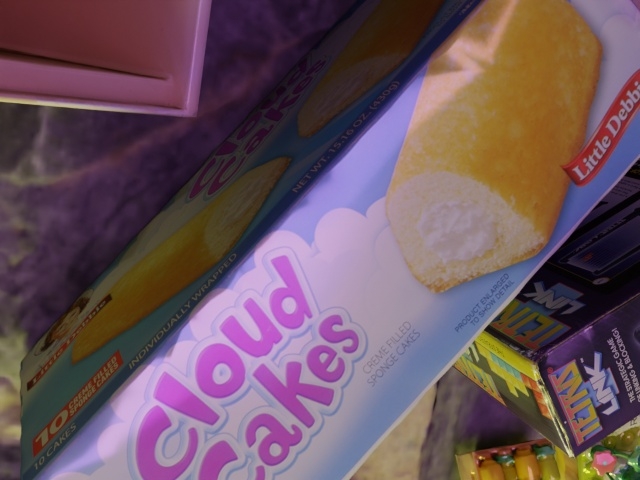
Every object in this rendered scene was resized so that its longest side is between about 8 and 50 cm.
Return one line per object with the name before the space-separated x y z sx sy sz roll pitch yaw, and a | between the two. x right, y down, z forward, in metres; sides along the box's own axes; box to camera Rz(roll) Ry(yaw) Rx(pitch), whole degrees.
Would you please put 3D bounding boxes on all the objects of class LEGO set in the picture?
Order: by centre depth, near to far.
LEGO set | 0.222 0.147 0.530 0.287 0.107 0.132 27 92 -22

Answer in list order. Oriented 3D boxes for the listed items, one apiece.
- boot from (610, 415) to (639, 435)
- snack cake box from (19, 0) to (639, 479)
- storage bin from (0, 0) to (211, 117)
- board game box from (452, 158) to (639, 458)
boot | 0.215 0.075 0.479 0.165 0.213 0.077 -15 147 -13
snack cake box | 0.000 0.000 0.401 0.264 0.152 0.089 -48 111 -5
storage bin | -0.144 -0.180 0.264 0.260 0.123 0.263 -5 108 -57
board game box | 0.113 0.008 0.431 0.141 0.170 0.048 -31 111 -9
